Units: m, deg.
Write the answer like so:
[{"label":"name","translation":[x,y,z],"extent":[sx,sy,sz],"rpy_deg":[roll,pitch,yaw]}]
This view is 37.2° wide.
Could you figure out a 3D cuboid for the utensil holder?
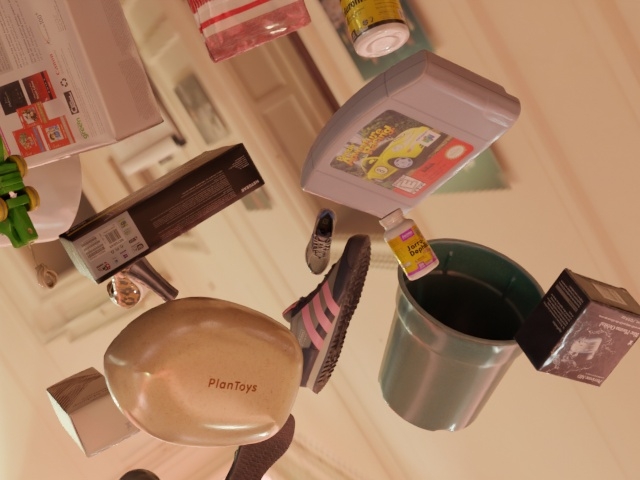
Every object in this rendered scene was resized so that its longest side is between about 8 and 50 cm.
[{"label":"utensil holder","translation":[-0.744,-0.131,1.983],"extent":[0.385,0.328,0.327],"rpy_deg":[-5,168,-46]}]

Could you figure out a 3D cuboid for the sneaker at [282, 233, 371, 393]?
[{"label":"sneaker","translation":[-0.004,0.123,1.810],"extent":[0.319,0.131,0.112],"rpy_deg":[-69,162,1]}]

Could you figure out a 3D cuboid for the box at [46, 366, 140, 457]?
[{"label":"box","translation":[-0.445,0.326,1.839],"extent":[0.113,0.094,0.275],"rpy_deg":[-26,-168,-23]}]

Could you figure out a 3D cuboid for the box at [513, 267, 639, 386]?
[{"label":"box","translation":[0.443,0.150,1.607],"extent":[0.158,0.156,0.093],"rpy_deg":[-59,-148,23]}]

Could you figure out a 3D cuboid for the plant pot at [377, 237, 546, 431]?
[{"label":"plant pot","translation":[0.291,0.228,2.131],"extent":[0.341,0.341,0.334],"rpy_deg":[-44,157,-49]}]

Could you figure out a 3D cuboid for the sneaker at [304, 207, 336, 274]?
[{"label":"sneaker","translation":[0.000,0.000,1.856],"extent":[0.052,0.135,0.058],"rpy_deg":[9,176,-1]}]

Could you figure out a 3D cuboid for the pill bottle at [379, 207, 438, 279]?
[{"label":"pill bottle","translation":[0.105,0.003,1.152],"extent":[0.043,0.083,0.043],"rpy_deg":[-32,-178,1]}]

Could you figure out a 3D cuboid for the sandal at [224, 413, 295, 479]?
[{"label":"sandal","translation":[-0.143,0.454,1.984],"extent":[0.254,0.097,0.054],"rpy_deg":[-58,-159,8]}]

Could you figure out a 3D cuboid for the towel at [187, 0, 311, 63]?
[{"label":"towel","translation":[-0.175,-0.553,1.971],"extent":[0.237,0.329,0.037],"rpy_deg":[-24,-146,-4]}]

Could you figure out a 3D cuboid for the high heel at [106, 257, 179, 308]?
[{"label":"high heel","translation":[-0.417,0.054,1.941],"extent":[0.261,0.186,0.093],"rpy_deg":[-3,-131,51]}]

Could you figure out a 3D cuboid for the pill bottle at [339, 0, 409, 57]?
[{"label":"pill bottle","translation":[0.055,-0.273,1.077],"extent":[0.065,0.116,0.065],"rpy_deg":[-15,165,-4]}]

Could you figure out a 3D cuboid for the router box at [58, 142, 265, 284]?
[{"label":"router box","translation":[-0.268,-0.048,1.559],"extent":[0.309,0.081,0.243],"rpy_deg":[-32,-167,-16]}]

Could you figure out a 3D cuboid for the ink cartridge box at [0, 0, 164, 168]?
[{"label":"ink cartridge box","translation":[-0.425,-0.279,1.432],"extent":[0.271,0.309,0.130],"rpy_deg":[-11,-165,29]}]

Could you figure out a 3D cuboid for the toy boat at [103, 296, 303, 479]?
[{"label":"toy boat","translation":[-0.176,0.223,1.209],"extent":[0.148,0.267,0.318],"rpy_deg":[22,-88,57]}]

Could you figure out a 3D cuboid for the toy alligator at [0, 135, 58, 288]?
[{"label":"toy alligator","translation":[-0.344,-0.031,1.049],"extent":[0.051,0.190,0.056],"rpy_deg":[-15,-174,38]}]

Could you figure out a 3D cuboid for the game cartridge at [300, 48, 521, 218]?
[{"label":"game cartridge","translation":[0.108,-0.136,1.318],"extent":[0.294,0.196,0.060],"rpy_deg":[-42,-143,43]}]
